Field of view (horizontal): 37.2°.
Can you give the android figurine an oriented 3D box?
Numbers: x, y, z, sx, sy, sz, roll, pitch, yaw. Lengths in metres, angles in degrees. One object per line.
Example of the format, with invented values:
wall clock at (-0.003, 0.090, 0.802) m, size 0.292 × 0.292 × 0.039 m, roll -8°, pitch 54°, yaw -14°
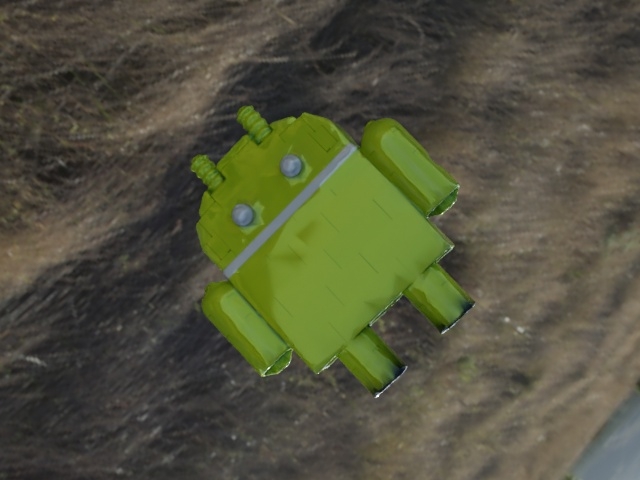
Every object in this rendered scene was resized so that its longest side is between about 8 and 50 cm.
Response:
android figurine at (0.000, 0.000, 0.848) m, size 0.248 × 0.273 × 0.056 m, roll -43°, pitch 173°, yaw 11°
